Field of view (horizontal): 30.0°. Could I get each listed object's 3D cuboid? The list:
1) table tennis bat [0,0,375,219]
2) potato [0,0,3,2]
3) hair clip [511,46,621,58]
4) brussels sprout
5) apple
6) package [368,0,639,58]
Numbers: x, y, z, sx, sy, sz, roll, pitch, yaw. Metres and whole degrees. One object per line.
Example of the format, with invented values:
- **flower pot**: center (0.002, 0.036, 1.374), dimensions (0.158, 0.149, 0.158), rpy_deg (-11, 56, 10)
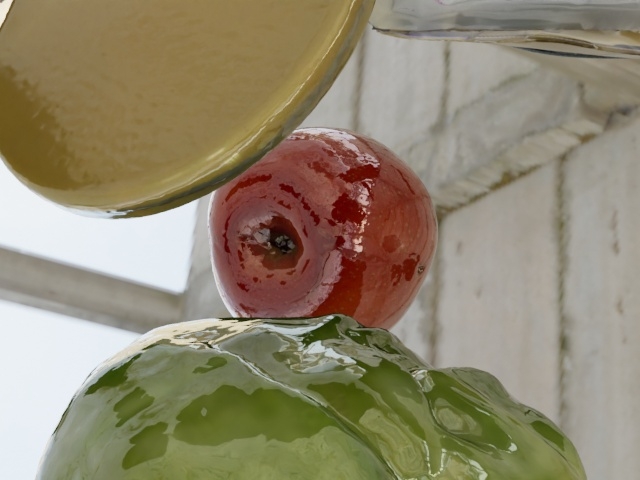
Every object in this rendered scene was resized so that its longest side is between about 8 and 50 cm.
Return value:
- **table tennis bat**: center (-0.100, -0.123, 0.550), dimensions (0.321, 0.050, 0.198), rpy_deg (32, -96, 43)
- **potato**: center (-0.380, -0.261, 1.201), dimensions (0.107, 0.170, 0.080), rpy_deg (-64, 139, -71)
- **hair clip**: center (0.323, -0.243, 1.458), dimensions (0.083, 0.275, 0.048), rpy_deg (145, -64, -64)
- **brussels sprout**: center (0.013, 0.161, 0.603), dimensions (0.247, 0.328, 0.328), rpy_deg (-52, -151, 6)
- **apple**: center (0.000, 0.000, 1.335), dimensions (0.260, 0.216, 0.260), rpy_deg (0, -90, 31)
- **package**: center (0.198, -0.210, 0.895), dimensions (0.311, 0.221, 0.165), rpy_deg (5, -83, 27)
